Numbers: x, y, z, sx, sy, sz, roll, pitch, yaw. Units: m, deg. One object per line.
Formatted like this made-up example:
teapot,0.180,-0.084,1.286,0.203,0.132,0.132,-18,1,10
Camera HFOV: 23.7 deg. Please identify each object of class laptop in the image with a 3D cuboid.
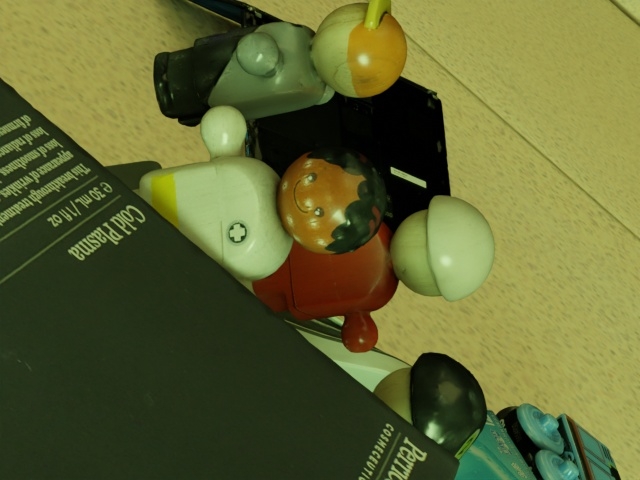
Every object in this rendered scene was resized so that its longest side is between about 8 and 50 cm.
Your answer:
laptop,-0.017,-0.104,1.311,0.234,0.136,0.264,19,57,-39

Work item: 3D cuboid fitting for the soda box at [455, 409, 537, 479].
soda box,0.094,0.179,0.825,0.067,0.071,0.210,12,28,-30

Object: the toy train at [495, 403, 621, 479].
toy train,0.156,0.184,0.989,0.105,0.080,0.184,35,23,-26

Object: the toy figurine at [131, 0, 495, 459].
toy figurine,0.000,0.000,0.769,0.213,0.148,0.209,-74,150,-53

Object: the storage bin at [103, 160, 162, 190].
storage bin,-0.113,0.022,0.822,0.098,0.091,0.135,-8,32,1

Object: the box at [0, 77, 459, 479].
box,-0.149,0.109,0.541,0.312,0.179,0.343,40,24,1

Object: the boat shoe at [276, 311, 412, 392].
boat shoe,-0.001,0.076,0.942,0.219,0.078,0.070,27,28,-24
